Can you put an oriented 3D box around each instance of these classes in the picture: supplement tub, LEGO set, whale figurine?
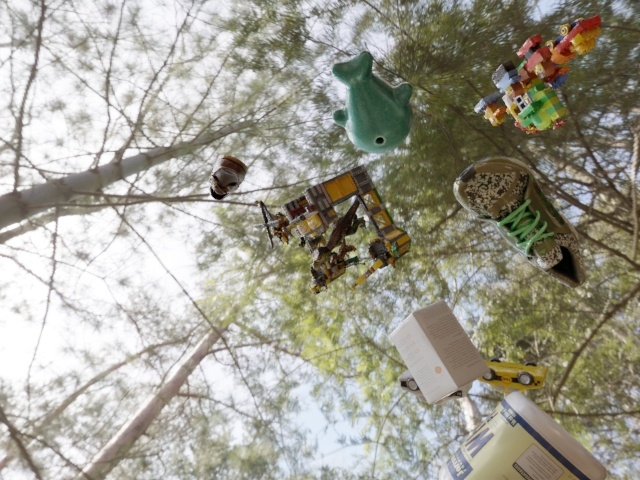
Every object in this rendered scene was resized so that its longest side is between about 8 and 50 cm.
[{"bbox_3d":[0.411,0.522,1.006,0.235,0.235,0.324,41,-87,-4],"label":"supplement tub"},{"bbox_3d":[0.000,0.000,0.970,0.332,0.192,0.254,-13,-77,52],"label":"LEGO set"},{"bbox_3d":[0.126,-0.328,1.153,0.217,0.141,0.272,-15,-40,21],"label":"whale figurine"}]

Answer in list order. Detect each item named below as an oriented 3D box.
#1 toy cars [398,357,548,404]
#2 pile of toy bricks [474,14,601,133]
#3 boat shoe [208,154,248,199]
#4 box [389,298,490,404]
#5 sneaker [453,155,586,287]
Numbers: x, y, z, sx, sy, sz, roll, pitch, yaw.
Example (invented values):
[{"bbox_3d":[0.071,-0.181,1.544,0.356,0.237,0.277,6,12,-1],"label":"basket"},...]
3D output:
[{"bbox_3d":[0.409,0.387,1.240,0.395,0.176,0.087,-5,-87,-7],"label":"toy cars"},{"bbox_3d":[0.308,-0.201,0.656,0.118,0.212,0.105,-26,-100,-12],"label":"pile of toy bricks"},{"bbox_3d":[-0.216,-0.137,1.063,0.073,0.207,0.073,25,-103,-11],"label":"boat shoe"},{"bbox_3d":[0.245,0.235,0.977,0.170,0.091,0.130,61,-29,23],"label":"box"},{"bbox_3d":[0.456,-0.029,0.995,0.411,0.182,0.158,31,-62,-26],"label":"sneaker"}]
